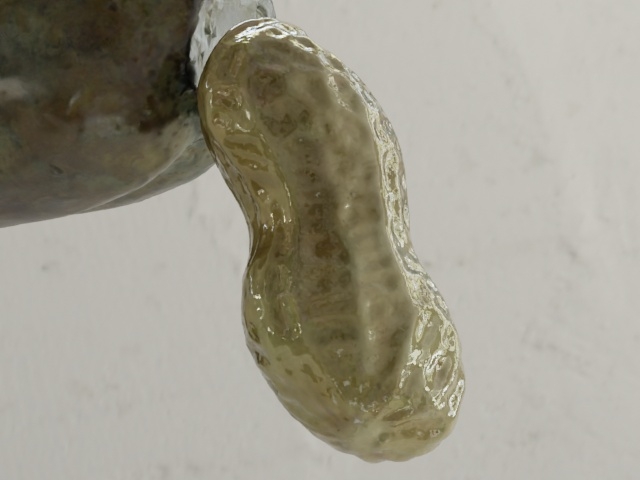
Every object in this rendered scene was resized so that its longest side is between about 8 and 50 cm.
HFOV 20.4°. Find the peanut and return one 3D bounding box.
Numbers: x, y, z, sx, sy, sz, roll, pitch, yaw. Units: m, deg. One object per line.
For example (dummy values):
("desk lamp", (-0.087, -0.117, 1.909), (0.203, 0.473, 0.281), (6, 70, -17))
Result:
("peanut", (0.000, 0.000, 1.133), (0.136, 0.120, 0.298), (-10, -100, -46))

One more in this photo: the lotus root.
("lotus root", (-0.200, -0.128, 1.291), (0.346, 0.250, 0.250), (-4, -141, 32))
